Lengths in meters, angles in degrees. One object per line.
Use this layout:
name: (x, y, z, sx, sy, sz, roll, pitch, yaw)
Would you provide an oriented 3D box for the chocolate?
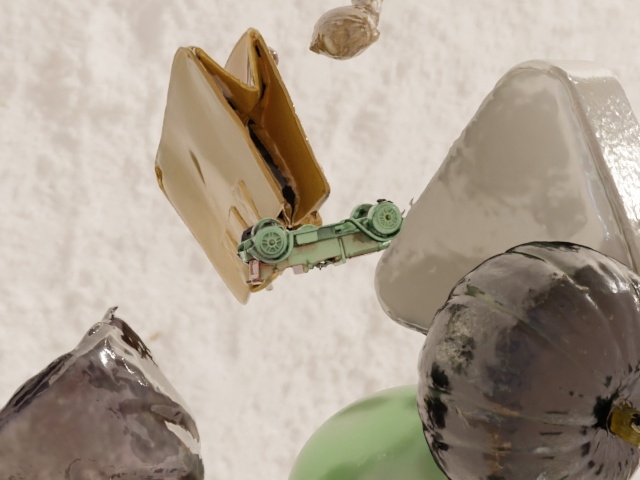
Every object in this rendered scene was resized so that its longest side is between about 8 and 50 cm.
chocolate: (-0.230, 0.239, 1.188, 0.213, 0.303, 0.303, 44, 61, -2)

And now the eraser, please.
eraser: (0.249, 0.018, 1.292, 0.150, 0.331, 0.331, -7, 105, -52)

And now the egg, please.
egg: (0.085, 0.274, 1.377, 0.270, 0.220, 0.220, -36, 142, 21)

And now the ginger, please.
ginger: (0.036, -0.285, 1.664, 0.067, 0.096, 0.165, 56, 32, -26)

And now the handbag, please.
handbag: (-0.108, -0.088, 1.769, 0.133, 0.401, 0.283, -20, 74, -21)

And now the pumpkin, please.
pumpkin: (0.204, 0.128, 1.088, 0.250, 0.216, 0.249, -16, 118, -32)

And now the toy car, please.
toy car: (0.000, 0.000, 1.096, 0.143, 0.073, 0.054, -11, 88, -17)
